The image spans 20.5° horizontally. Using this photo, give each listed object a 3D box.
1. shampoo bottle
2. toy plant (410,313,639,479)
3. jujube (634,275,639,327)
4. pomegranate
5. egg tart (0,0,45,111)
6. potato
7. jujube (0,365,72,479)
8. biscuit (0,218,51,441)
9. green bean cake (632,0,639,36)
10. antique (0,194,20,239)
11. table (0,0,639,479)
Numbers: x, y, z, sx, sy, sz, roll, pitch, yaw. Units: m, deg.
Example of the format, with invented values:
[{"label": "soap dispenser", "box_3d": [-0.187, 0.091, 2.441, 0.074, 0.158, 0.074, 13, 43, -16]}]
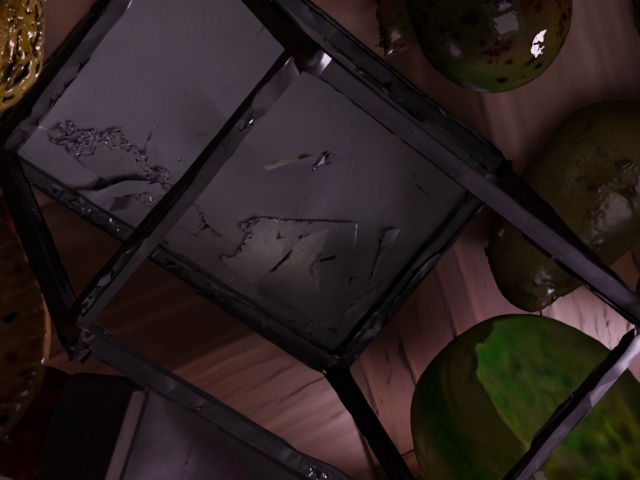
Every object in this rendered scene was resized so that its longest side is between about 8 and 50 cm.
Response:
[{"label": "shampoo bottle", "box_3d": [-0.063, 0.160, 1.125, 0.246, 0.079, 0.080, 31, 69, -43]}, {"label": "toy plant", "box_3d": [0.109, 0.210, 1.355, 0.224, 0.184, 0.316, -4, 142, -43]}, {"label": "jujube", "box_3d": [0.379, 0.018, 1.322, 0.308, 0.215, 0.246, -34, 155, 1]}, {"label": "pomegranate", "box_3d": [0.104, -0.160, 1.172, 0.130, 0.130, 0.130, -9, 120, -16]}, {"label": "egg tart", "box_3d": [-0.226, -0.128, 1.102, 0.130, 0.052, 0.130, -8, 117, -16]}, {"label": "potato", "box_3d": [0.196, -0.027, 1.299, 0.188, 0.105, 0.085, -50, 161, 14]}, {"label": "jujube", "box_3d": [-0.222, 0.188, 1.184, 0.318, 0.223, 0.223, 30, 104, -26]}, {"label": "biscuit", "box_3d": [-0.255, 0.057, 1.073, 0.188, 0.188, 0.027, -22, 163, -9]}, {"label": "green bean cake", "box_3d": [0.319, -0.198, 1.233, 0.222, 0.125, 0.227, -31, 126, -5]}, {"label": "antique", "box_3d": [-0.224, 0.014, 1.152, 0.104, 0.104, 0.104, -9, 120, -16]}, {"label": "table", "box_3d": [0.000, 0.000, 1.127, 0.335, 0.272, 0.222, 34, 101, -32]}]
